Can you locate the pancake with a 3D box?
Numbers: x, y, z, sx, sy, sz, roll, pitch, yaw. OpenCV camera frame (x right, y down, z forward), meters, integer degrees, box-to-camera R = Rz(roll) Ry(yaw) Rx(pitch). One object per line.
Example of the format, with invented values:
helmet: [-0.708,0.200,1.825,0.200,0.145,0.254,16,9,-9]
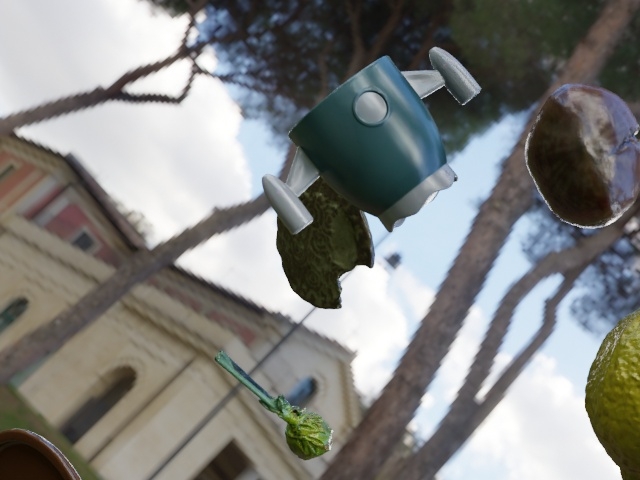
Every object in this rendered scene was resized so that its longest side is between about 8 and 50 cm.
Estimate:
pancake: [0.000,0.000,2.017,0.212,0.029,0.235,59,-43,15]

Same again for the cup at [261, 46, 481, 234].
cup: [0.074,-0.108,1.529,0.173,0.299,0.167,52,-11,1]

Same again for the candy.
candy: [-0.074,0.256,1.992,0.077,0.073,0.262,-8,-45,49]

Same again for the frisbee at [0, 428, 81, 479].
frisbee: [-0.291,0.316,1.295,0.251,0.021,0.251,8,-79,45]

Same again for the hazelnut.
hazelnut: [0.389,-0.125,1.822,0.181,0.181,0.212,-28,-105,63]

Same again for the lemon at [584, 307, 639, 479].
lemon: [0.506,0.200,1.722,0.268,0.322,0.268,29,-16,9]
